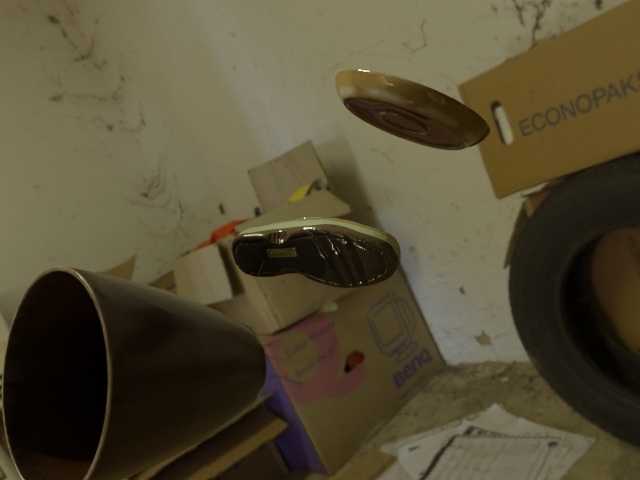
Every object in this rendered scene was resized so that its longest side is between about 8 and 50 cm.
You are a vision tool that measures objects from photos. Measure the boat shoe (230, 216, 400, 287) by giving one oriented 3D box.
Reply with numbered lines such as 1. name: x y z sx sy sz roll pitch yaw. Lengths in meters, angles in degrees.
1. boat shoe: 0.000 0.000 0.598 0.190 0.068 0.072 6 27 32

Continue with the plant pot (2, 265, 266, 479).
1. plant pot: -0.176 0.142 0.634 0.215 0.215 0.230 -22 -20 38

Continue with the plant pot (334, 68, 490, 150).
1. plant pot: 0.125 -0.180 0.857 0.236 0.236 0.032 -160 92 -82
